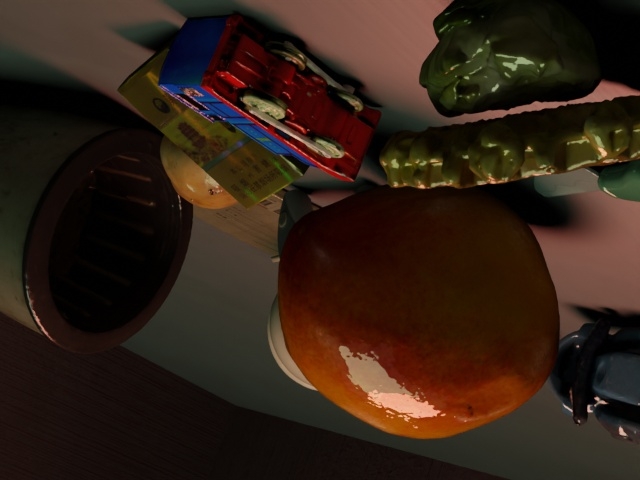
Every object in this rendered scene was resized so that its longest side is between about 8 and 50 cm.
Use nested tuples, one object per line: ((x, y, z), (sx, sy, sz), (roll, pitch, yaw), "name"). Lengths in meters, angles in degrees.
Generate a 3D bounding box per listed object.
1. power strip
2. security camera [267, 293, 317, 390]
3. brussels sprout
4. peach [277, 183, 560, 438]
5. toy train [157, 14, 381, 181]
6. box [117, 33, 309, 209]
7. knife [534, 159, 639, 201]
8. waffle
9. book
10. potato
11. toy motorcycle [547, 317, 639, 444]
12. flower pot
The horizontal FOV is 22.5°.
((0.000, 0.000, 1.989), (0.044, 0.137, 0.216), (11, 172, -32), "power strip")
((0.014, 0.123, 2.296), (0.194, 0.194, 0.236), (20, 176, 3), "security camera")
((0.150, -0.144, 1.245), (0.139, 0.100, 0.181), (8, 167, -1), "brussels sprout")
((0.102, 0.077, 1.759), (0.289, 0.289, 0.308), (12, -177, 34), "peach")
((-0.046, -0.141, 1.590), (0.204, 0.082, 0.131), (33, 162, -37), "toy train")
((-0.111, -0.122, 1.693), (0.193, 0.030, 0.121), (42, 145, -14), "box")
((0.264, -0.059, 1.570), (0.063, 0.034, 0.260), (30, 168, -21), "knife")
((0.185, -0.080, 1.288), (0.253, 0.056, 0.249), (-12, -176, -29), "waffle")
((-0.068, -0.028, 2.223), (0.215, 0.025, 0.283), (27, 165, -22), "book")
((-0.117, -0.093, 1.838), (0.118, 0.109, 0.178), (49, 151, -17), "potato")
((0.421, 0.187, 2.017), (0.232, 0.172, 0.416), (16, 177, -6), "toy motorcycle")
((-0.378, -0.036, 2.098), (0.330, 0.293, 0.293), (18, 168, 35), "flower pot")
